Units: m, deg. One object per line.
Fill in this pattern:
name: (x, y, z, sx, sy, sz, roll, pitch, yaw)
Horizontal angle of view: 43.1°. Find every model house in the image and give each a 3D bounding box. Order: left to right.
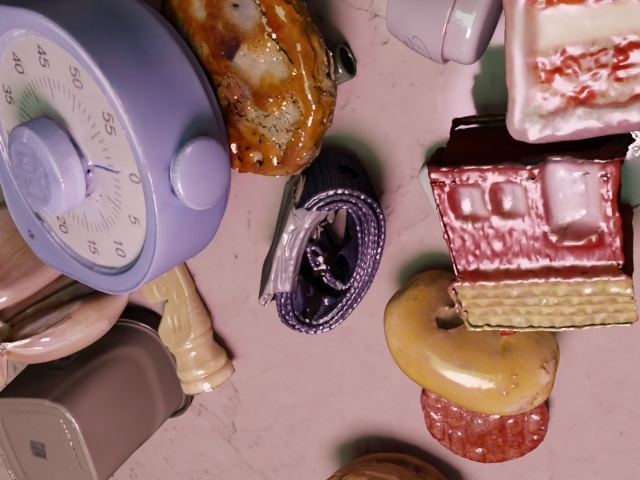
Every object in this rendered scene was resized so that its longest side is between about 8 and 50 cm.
model house: (0.239, -0.005, 0.872, 0.196, 0.160, 0.254, -3, 121, 21)

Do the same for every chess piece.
chess piece: (-0.206, 0.127, 1.234, 0.090, 0.090, 0.200, -16, 102, 27)

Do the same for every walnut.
walnut: (0.113, 0.423, 1.219, 0.245, 0.198, 0.198, 26, 125, 3)

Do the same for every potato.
potato: (0.190, 0.136, 1.045, 0.234, 0.150, 0.146, 25, 129, 13)

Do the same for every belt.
belt: (0.000, 0.000, 1.051, 0.140, 0.126, 0.230, 9, 124, -13)

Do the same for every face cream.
face cream: (0.134, -0.248, 0.857, 0.104, 0.117, 0.117, 22, 125, 16)

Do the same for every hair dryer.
hair dryer: (-0.019, -0.249, 0.959, 0.071, 0.047, 0.150, -17, 106, 29)

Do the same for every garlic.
garlic: (-0.407, 0.059, 1.178, 0.237, 0.292, 0.210, 17, 137, 39)

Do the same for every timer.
timer: (-0.271, -0.112, 0.984, 0.395, 0.173, 0.395, 23, 129, 33)

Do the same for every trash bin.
trash bin: (-0.355, 0.248, 1.248, 0.220, 0.250, 0.219, -5, 113, 23)

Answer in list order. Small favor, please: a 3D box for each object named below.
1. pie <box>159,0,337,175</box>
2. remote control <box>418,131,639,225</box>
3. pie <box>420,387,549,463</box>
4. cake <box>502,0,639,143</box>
pie: (-0.092, -0.202, 0.947, 0.308, 0.085, 0.308, 22, 129, 30)
remote control: (0.271, -0.076, 0.946, 0.296, 0.056, 0.140, -18, 114, 29)
pie: (0.233, 0.245, 1.155, 0.182, 0.049, 0.182, 8, 122, 13)
cake: (0.321, -0.235, 0.734, 0.309, 0.230, 0.237, -4, 120, 20)
